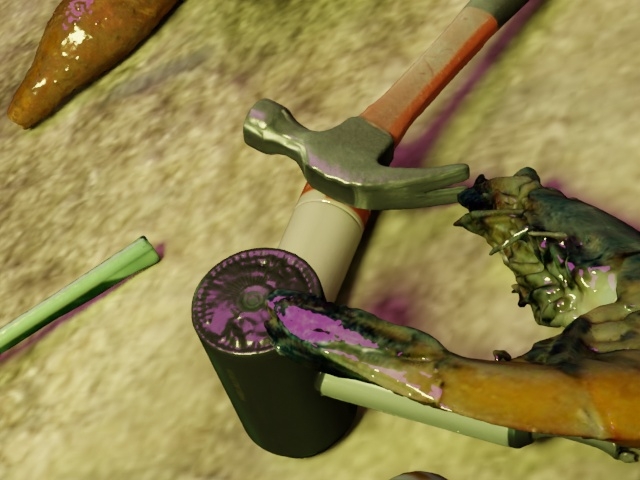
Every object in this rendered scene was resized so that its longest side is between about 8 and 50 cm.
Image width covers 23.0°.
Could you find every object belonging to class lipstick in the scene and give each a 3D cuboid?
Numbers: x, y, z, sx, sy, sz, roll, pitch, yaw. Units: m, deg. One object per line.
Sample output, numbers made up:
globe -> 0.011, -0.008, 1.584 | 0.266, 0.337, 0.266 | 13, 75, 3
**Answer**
lipstick -> 0.000, 0.000, 0.808 | 0.038, 0.038, 0.130 | -8, 44, 35

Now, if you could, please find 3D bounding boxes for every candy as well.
candy -> -0.205, 0.074, 0.891 | 0.262, 0.073, 0.077 | -32, 53, -6

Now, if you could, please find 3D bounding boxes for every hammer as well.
hammer -> 0.087, -0.121, 0.849 | 0.111, 0.033, 0.287 | 31, 62, 19

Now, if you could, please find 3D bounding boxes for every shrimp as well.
shrimp -> 0.060, 0.013, 0.649 | 0.262, 0.198, 0.051 | -126, 45, -59

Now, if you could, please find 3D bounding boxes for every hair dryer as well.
hair dryer -> 0.043, 0.068, 0.671 | 0.198, 0.100, 0.057 | 14, 59, 26

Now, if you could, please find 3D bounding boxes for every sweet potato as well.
sweet potato -> -0.116, -0.204, 1.120 | 0.314, 0.072, 0.066 | -51, 15, -17

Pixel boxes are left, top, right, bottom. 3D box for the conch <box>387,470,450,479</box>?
conch -> 0.023, 0.214, 0.399 | 0.303, 0.215, 0.319 | -55, 37, -8
